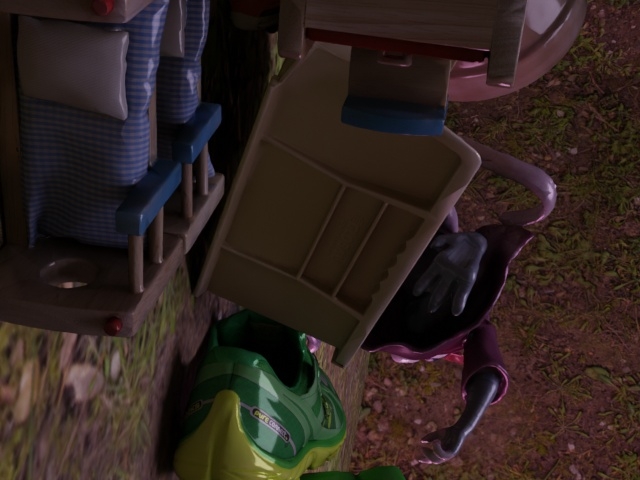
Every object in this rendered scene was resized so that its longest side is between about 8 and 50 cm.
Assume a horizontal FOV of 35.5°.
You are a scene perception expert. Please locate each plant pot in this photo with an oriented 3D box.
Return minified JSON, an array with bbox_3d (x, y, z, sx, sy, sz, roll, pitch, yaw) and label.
[{"bbox_3d":[0.198,-0.408,1.412,0.280,0.323,0.323,54,42,-56],"label":"plant pot"}]

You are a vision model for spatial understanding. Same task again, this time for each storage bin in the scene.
[{"bbox_3d":[0.035,-0.100,0.681,0.260,0.123,0.262,118,-6,-52],"label":"storage bin"}]

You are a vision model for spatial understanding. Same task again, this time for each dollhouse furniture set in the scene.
[{"bbox_3d":[-0.025,-0.043,0.373,0.129,0.184,0.129,-69,165,-60],"label":"dollhouse furniture set"}]

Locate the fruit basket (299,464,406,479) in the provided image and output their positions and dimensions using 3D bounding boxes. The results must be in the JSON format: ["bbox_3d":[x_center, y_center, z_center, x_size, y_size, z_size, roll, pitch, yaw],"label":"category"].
[{"bbox_3d":[-0.018,0.408,0.750,0.392,0.283,0.392,176,-90,-84],"label":"fruit basket"}]

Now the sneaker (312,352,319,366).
[{"bbox_3d":[-0.024,0.176,1.187,0.044,0.040,0.109,83,16,-57],"label":"sneaker"}]

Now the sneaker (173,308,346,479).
[{"bbox_3d":[-0.032,0.115,0.788,0.295,0.109,0.123,0,99,-84],"label":"sneaker"}]

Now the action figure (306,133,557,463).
[{"bbox_3d":[0.091,0.048,0.993,0.276,0.248,0.370,-58,156,1],"label":"action figure"}]

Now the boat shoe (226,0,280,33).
[{"bbox_3d":[-0.034,-0.168,0.706,0.137,0.049,0.043,-42,142,-75],"label":"boat shoe"}]
